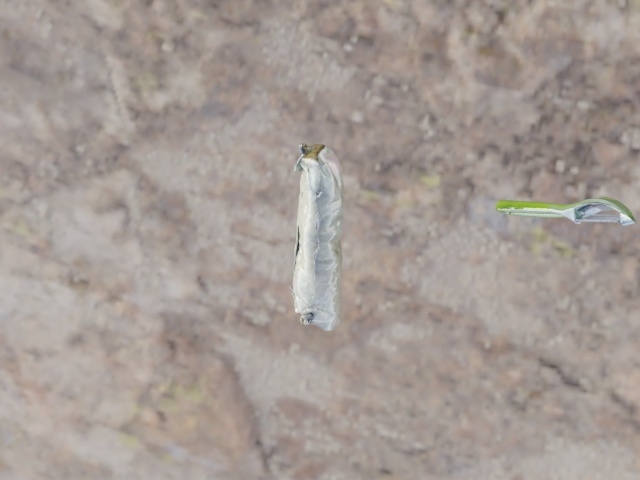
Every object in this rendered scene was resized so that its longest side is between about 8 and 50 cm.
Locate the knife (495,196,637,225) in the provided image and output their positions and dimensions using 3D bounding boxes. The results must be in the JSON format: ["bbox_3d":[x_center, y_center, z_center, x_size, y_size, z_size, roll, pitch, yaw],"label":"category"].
[{"bbox_3d":[0.216,-0.027,1.336,0.022,0.026,0.184,36,164,-29],"label":"knife"}]

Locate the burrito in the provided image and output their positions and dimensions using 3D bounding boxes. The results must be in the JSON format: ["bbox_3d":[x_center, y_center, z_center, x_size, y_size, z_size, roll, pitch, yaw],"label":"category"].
[{"bbox_3d":[0.000,0.000,1.238,0.041,0.045,0.186,-13,134,-19],"label":"burrito"}]
